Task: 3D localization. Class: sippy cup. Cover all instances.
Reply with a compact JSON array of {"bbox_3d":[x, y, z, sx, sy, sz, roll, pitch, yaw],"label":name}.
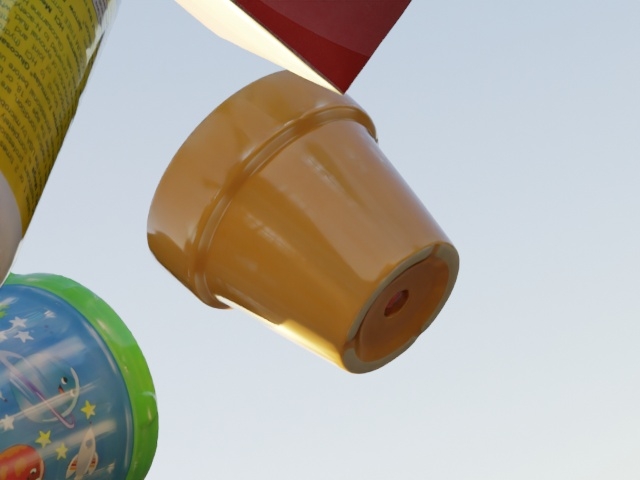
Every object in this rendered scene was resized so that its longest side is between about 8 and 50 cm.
[{"bbox_3d":[-0.299,0.165,1.681,0.224,0.305,0.240,-22,-46,-52],"label":"sippy cup"}]

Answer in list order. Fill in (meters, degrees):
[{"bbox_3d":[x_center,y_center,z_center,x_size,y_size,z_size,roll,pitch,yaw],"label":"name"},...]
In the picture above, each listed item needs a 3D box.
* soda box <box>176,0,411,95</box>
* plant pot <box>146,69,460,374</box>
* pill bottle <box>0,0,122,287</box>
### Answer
[{"bbox_3d":[-0.074,-0.154,0.567,0.263,0.092,0.083,37,-93,-34],"label":"soda box"},{"bbox_3d":[0.000,0.000,1.518,0.205,0.188,0.205,-35,-30,-24],"label":"plant pot"},{"bbox_3d":[-0.234,-0.072,1.058,0.188,0.334,0.188,8,-42,7],"label":"pill bottle"}]
